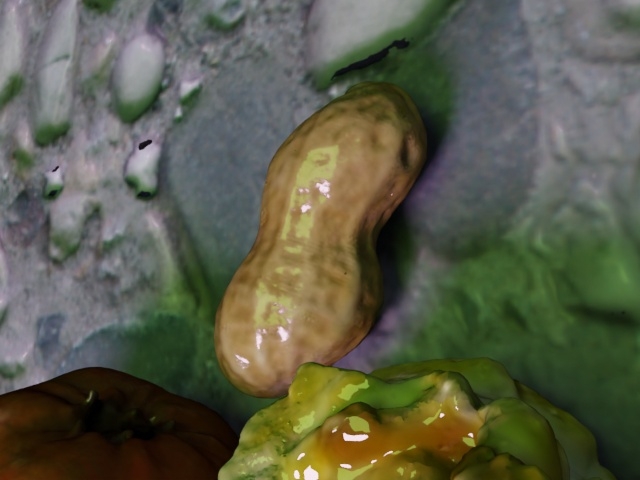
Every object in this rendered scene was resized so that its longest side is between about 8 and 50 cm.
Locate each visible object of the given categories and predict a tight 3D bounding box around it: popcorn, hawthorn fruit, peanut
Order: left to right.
[{"bbox_3d":[-0.132,0.189,0.516,0.196,0.197,0.225,32,115,36],"label":"hawthorn fruit"},{"bbox_3d":[0.002,0.001,0.511,0.089,0.089,0.192,22,94,37],"label":"peanut"},{"bbox_3d":[0.052,0.154,0.386,0.221,0.184,0.204,26,84,50],"label":"popcorn"}]
